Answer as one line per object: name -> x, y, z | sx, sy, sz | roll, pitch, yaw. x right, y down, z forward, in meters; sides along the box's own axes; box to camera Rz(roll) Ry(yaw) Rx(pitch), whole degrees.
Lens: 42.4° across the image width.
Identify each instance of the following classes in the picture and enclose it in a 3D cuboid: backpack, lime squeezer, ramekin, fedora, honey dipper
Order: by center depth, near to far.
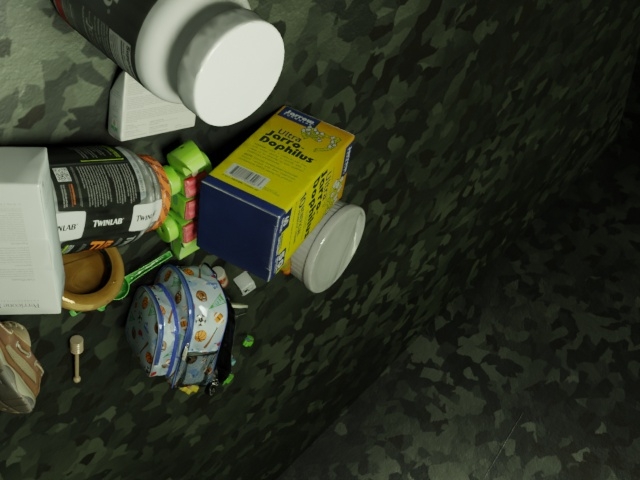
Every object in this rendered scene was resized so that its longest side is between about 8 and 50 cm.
fedora -> -0.496, 0.062, 1.666 | 0.194, 0.194, 0.079 | -21, 176, -44
lime squeezer -> -0.452, 0.113, 1.796 | 0.310, 0.109, 0.059 | -36, 112, -53
honey dipper -> -0.567, 0.281, 1.927 | 0.030, 0.030, 0.161 | -29, 148, -35
backpack -> -0.331, 0.186, 1.945 | 0.213, 0.276, 0.264 | 5, 118, -42
ramekin -> 0.000, 0.000, 2.274 | 0.273, 0.127, 0.273 | -47, 155, -30

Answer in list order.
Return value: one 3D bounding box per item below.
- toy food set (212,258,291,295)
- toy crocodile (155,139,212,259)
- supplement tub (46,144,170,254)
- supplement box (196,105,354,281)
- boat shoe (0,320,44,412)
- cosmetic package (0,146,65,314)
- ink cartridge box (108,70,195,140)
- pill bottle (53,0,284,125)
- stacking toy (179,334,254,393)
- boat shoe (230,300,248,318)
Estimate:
toy food set -> -0.192, 0.090, 2.159 | 0.232, 0.111, 0.105 | -35, 152, -13
toy crocodile -> -0.290, -0.082, 1.803 | 0.115, 0.105, 0.341 | -30, 147, -34
supplement tub -> -0.439, -0.075, 1.496 | 0.316, 0.193, 0.194 | -11, 134, -50
supplement box -> -0.097, -0.114, 1.846 | 0.356, 0.195, 0.194 | -51, 160, -44
boat shoe -> -0.649, 0.215, 1.655 | 0.325, 0.123, 0.116 | 83, 19, -44
cosmetic package -> -0.594, -0.008, 1.243 | 0.376, 0.098, 0.285 | 0, 133, -10
ink cartridge box -> -0.309, -0.311, 1.563 | 0.181, 0.056, 0.225 | -20, 130, -44
pill bottle -> -0.236, -0.342, 1.278 | 0.210, 0.363, 0.210 | -36, 150, -25
stacking toy -> -0.299, 0.352, 2.398 | 0.221, 0.052, 0.167 | -3, 129, -57
boat shoe -> -0.263, 0.198, 2.179 | 0.233, 0.083, 0.079 | -4, 103, -71
